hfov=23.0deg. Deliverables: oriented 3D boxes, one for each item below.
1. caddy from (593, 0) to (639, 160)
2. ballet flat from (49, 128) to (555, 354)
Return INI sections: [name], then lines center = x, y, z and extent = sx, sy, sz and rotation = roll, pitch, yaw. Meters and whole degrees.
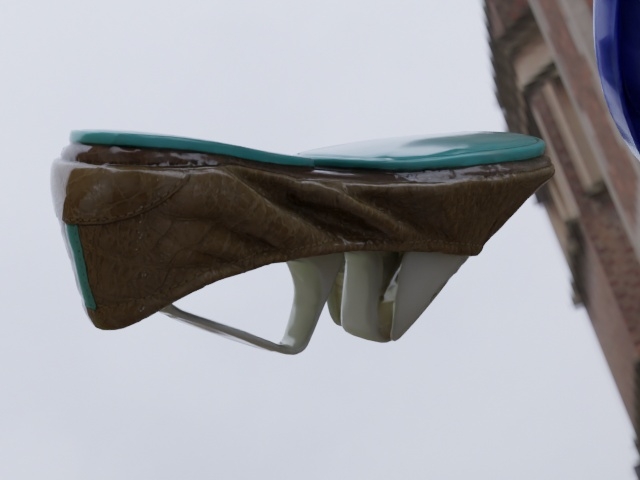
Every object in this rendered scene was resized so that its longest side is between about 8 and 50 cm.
[caddy]
center = 0.216, -0.130, 0.403
extent = 0.241, 0.179, 0.341
rotation = 8, -59, -44
[ballet flat]
center = 0.000, 0.000, 0.879
extent = 0.342, 0.124, 0.116
rotation = -4, 9, -45
